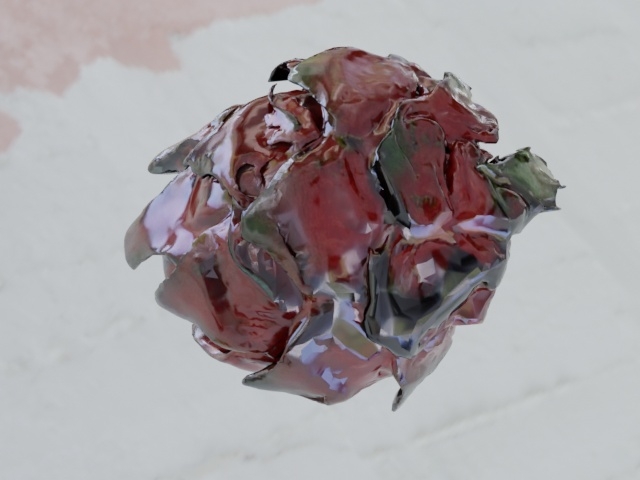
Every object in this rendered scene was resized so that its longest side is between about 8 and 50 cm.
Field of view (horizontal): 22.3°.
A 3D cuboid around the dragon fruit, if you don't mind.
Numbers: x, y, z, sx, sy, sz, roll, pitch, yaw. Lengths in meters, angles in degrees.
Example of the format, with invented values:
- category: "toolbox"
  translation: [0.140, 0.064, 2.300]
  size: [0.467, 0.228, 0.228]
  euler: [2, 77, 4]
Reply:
- category: "dragon fruit"
  translation: [0.005, -0.003, 0.802]
  size: [0.182, 0.188, 0.182]
  euler: [17, -133, -19]
